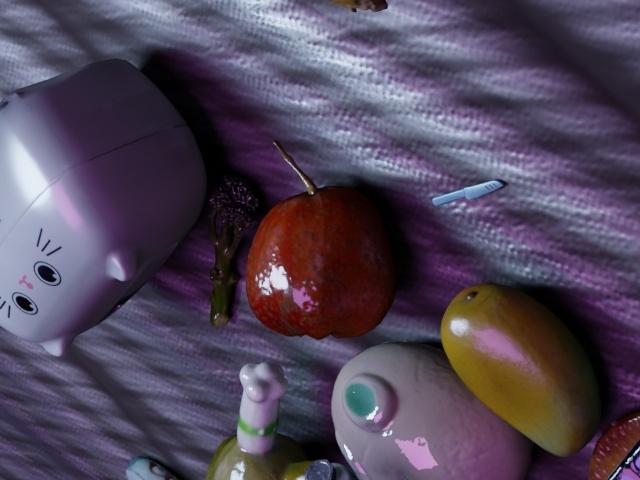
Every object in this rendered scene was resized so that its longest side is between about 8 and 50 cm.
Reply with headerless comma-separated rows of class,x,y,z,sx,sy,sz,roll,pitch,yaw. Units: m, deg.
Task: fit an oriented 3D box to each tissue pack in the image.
tissue pack,-0.277,-0.029,1.599,0.236,0.229,0.333,55,139,7

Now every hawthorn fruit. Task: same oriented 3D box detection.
hawthorn fruit,0.000,0.000,1.451,0.162,0.162,0.203,6,99,39

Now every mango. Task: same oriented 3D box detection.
mango,0.200,0.127,1.368,0.130,0.092,0.195,-27,98,44

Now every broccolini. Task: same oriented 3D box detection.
broccolini,-0.101,0.020,1.617,0.067,0.058,0.216,-106,14,-48

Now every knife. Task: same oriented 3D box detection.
knife,0.146,-0.046,1.378,0.091,0.005,0.014,-17,100,45

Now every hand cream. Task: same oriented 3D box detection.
hand cream,0.052,0.310,1.569,0.080,0.050,0.234,10,154,39

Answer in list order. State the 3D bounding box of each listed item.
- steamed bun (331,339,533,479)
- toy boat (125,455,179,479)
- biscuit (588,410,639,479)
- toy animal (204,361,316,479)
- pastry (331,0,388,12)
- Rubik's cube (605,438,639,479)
steamed bun,0.105,0.206,1.471,0.228,0.130,0.177,31,133,23
toy boat,-0.191,0.383,1.890,0.207,0.079,0.134,41,133,32
biscuit,0.353,0.217,1.331,0.206,0.025,0.126,14,122,34
toy animal,-0.074,0.310,1.679,0.181,0.180,0.363,36,111,12
pastry,0.017,-0.344,1.245,0.236,0.121,0.257,50,138,13
Rubik's cube,0.357,0.198,1.195,0.160,0.163,0.162,40,116,16
